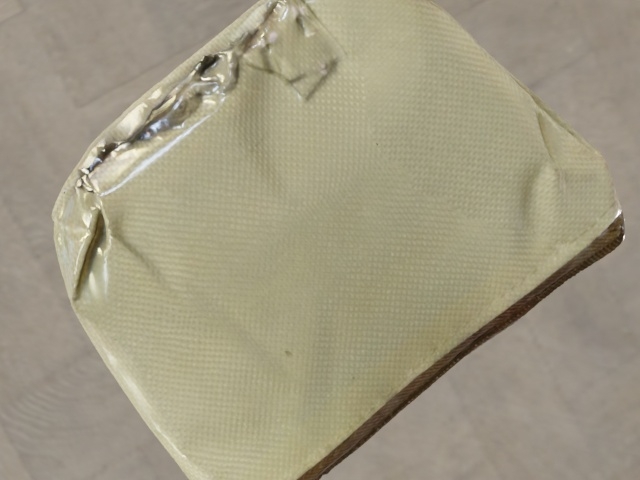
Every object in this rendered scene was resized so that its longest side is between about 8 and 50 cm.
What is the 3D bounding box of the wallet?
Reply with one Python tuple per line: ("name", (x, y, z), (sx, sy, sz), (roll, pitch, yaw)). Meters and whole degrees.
("wallet", (0.002, 0.002, 0.985), (0.335, 0.068, 0.275), (-39, 108, -4))
